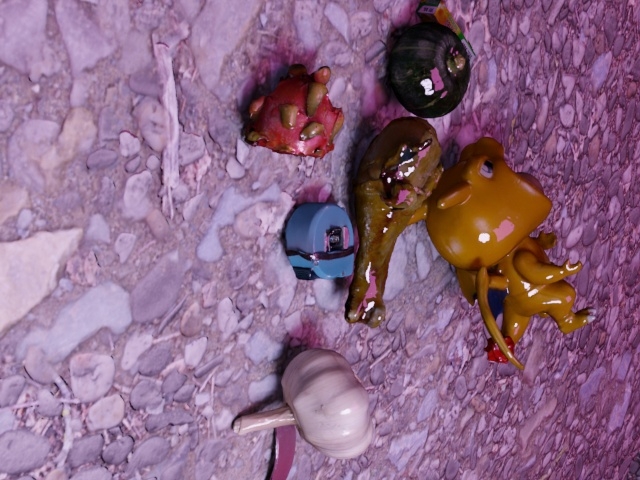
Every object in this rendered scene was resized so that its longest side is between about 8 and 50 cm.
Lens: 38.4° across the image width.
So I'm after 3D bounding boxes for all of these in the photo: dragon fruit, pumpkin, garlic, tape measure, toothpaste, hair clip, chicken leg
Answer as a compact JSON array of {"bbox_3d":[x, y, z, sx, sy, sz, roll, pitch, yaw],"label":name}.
[{"bbox_3d":[-0.029,-0.188,1.361,0.150,0.133,0.208,103,9,-52],"label":"dragon fruit"},{"bbox_3d":[0.191,-0.295,1.598,0.167,0.125,0.167,-19,121,-35],"label":"pumpkin"},{"bbox_3d":[-0.033,0.289,1.523,0.225,0.199,0.199,-19,122,-17],"label":"garlic"},{"bbox_3d":[0.000,0.000,1.506,0.146,0.081,0.125,-7,99,-54],"label":"tape measure"},{"bbox_3d":[0.233,-0.379,1.687,0.178,0.043,0.037,40,72,-52],"label":"toothpaste"},{"bbox_3d":[-0.070,0.384,1.618,0.054,0.022,0.137,-2,105,-56],"label":"hair clip"},{"bbox_3d":[0.110,-0.048,1.595,0.211,0.140,0.361,-49,158,-64],"label":"chicken leg"}]

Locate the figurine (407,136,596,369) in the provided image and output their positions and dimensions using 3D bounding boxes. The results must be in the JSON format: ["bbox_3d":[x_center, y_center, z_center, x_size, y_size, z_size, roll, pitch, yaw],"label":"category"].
[{"bbox_3d":[0.343,0.029,1.758,0.387,0.268,0.401,53,19,-13],"label":"figurine"}]
